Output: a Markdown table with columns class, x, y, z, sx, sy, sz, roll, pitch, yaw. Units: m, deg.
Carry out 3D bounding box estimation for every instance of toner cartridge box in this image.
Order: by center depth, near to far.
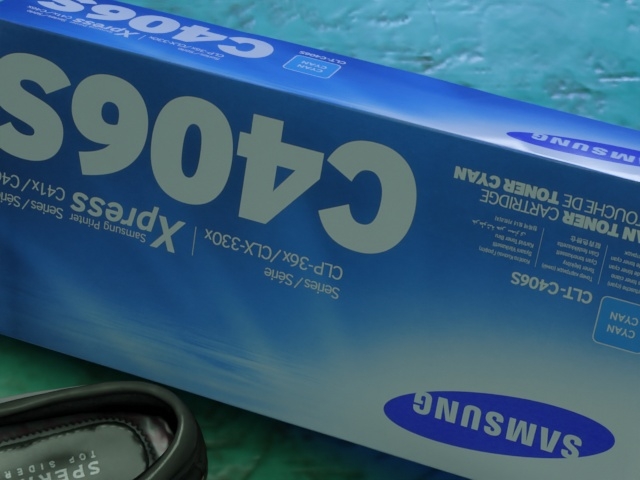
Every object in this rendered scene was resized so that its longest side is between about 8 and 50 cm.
| class | x | y | z | sx | sy | sz | roll | pitch | yaw |
| --- | --- | --- | --- | --- | --- | --- | --- | --- | --- |
| toner cartridge box | 0.000 | 0.000 | 0.739 | 0.348 | 0.165 | 0.075 | 15 | 24 | 14 |

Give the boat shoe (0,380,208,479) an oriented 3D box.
| class | x | y | z | sx | sy | sz | roll | pitch | yaw |
| --- | --- | --- | --- | --- | --- | --- | --- | --- | --- |
| boat shoe | -0.214 | 0.130 | 0.725 | 0.335 | 0.095 | 0.112 | -15 | 69 | -16 |
